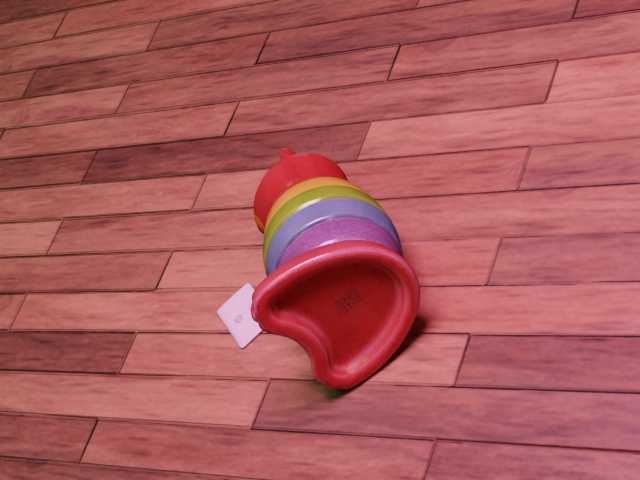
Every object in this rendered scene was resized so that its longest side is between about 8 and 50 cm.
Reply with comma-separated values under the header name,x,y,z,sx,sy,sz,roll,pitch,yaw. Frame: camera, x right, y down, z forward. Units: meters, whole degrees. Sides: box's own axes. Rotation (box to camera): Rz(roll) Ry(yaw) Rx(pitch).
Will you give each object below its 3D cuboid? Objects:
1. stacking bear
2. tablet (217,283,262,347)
name,x,y,z,sx,sy,sz,roll,pitch,yaw
stacking bear,0.000,0.000,1.654,0.164,0.175,0.289,-38,33,10
tablet,-0.091,0.090,1.758,0.054,0.006,0.083,-42,39,2
